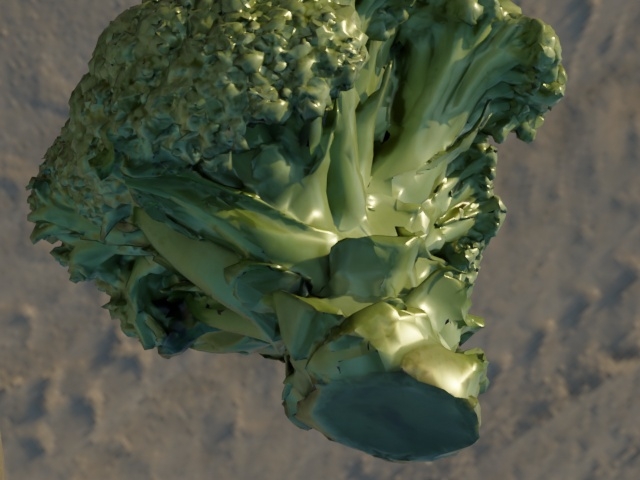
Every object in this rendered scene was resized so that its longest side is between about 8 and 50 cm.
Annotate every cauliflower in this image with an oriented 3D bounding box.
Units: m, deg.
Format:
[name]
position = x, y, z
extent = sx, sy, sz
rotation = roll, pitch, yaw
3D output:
[cauliflower]
position = 0.000, 0.000, 0.777
extent = 0.275, 0.250, 0.272
rotation = 4, 141, -37

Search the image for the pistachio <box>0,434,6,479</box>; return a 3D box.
[pistachio]
position = -0.132, 0.050, 0.335
extent = 0.144, 0.144, 0.215
rotation = -29, 159, -21
